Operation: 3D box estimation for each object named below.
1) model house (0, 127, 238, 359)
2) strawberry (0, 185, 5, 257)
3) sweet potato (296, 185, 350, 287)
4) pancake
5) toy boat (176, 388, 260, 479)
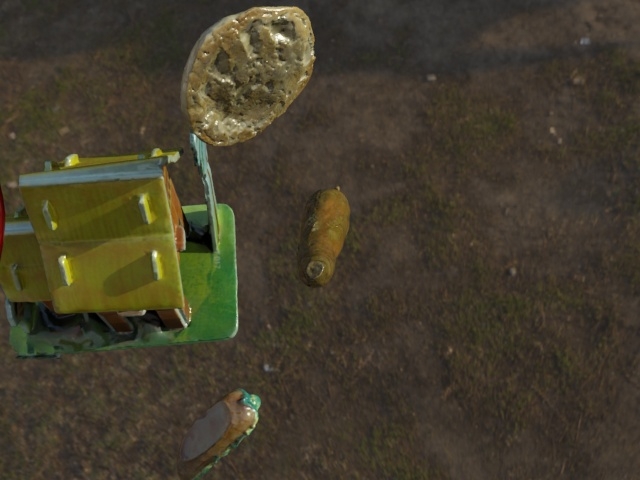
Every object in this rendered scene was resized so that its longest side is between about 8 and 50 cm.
[{"bbox_3d":[-0.268,-0.062,0.970,0.301,0.323,0.340,-4,68,-1],"label":"model house"},{"bbox_3d":[-0.316,0.018,0.393,0.318,0.345,0.295,5,67,-11],"label":"strawberry"},{"bbox_3d":[0.000,0.000,1.154,0.075,0.075,0.273,-3,28,10],"label":"sweet potato"},{"bbox_3d":[-0.064,-0.152,0.741,0.152,0.151,0.025,-36,56,-13],"label":"pancake"},{"bbox_3d":[-0.236,0.425,1.667,0.293,0.099,0.108,-51,54,23],"label":"toy boat"}]
